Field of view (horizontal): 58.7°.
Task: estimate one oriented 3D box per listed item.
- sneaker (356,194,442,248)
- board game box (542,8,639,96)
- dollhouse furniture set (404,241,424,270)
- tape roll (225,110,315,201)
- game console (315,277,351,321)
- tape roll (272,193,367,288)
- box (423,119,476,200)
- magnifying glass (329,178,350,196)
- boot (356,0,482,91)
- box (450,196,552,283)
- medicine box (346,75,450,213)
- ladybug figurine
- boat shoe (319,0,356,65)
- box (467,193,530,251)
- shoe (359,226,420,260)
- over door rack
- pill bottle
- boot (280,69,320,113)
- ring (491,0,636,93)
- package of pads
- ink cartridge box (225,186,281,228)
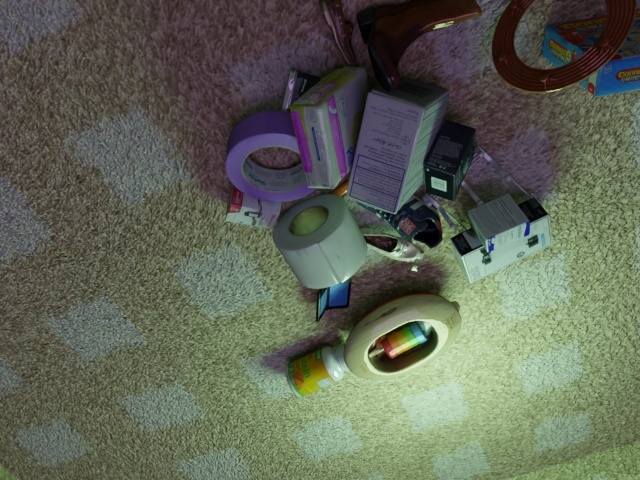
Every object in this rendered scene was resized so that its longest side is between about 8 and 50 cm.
[{"bbox_3d":[0.241,-0.082,1.726,0.350,0.148,0.131,23,126,-24],"label":"sneaker"},{"bbox_3d":[0.766,-0.477,1.416,0.308,0.302,0.086,-10,126,0],"label":"board game box"},{"bbox_3d":[0.329,0.029,1.883,0.081,0.091,0.114,-4,125,-23],"label":"dollhouse furniture set"},{"bbox_3d":[-0.122,-0.226,1.578,0.275,0.090,0.275,-1,145,-1],"label":"tape roll"},{"bbox_3d":[0.045,0.207,1.972,0.085,0.124,0.144,14,127,16],"label":"game console"},{"bbox_3d":[0.000,0.000,1.713,0.246,0.246,0.169,-23,125,10],"label":"tape roll"},{"bbox_3d":[0.361,-0.221,1.589,0.093,0.158,0.156,21,163,20],"label":"box"},{"bbox_3d":[0.125,-0.195,1.720,0.231,0.026,0.092,-34,123,18],"label":"magnifying glass"},{"bbox_3d":[0.249,-0.498,1.377,0.280,0.264,0.096,-16,142,6],"label":"boot"},{"bbox_3d":[0.570,0.003,1.792,0.290,0.087,0.169,-25,138,5],"label":"box"},{"bbox_3d":[0.206,-0.257,1.502,0.149,0.263,0.289,22,120,17],"label":"medicine box"},{"bbox_3d":[0.286,0.323,2.023,0.449,0.162,0.305,-27,120,8],"label":"ladybug figurine"},{"bbox_3d":[0.057,-0.530,1.441,0.060,0.064,0.178,-22,123,12],"label":"boat shoe"},{"bbox_3d":[0.528,-0.052,1.687,0.137,0.126,0.072,-23,138,3],"label":"box"},{"bbox_3d":[0.216,0.017,1.827,0.219,0.058,0.076,19,100,-1],"label":"shoe"},{"bbox_3d":[0.512,-0.116,1.773,0.324,0.108,0.239,33,117,-27],"label":"over door rack"},{"bbox_3d":[0.003,0.478,2.131,0.245,0.136,0.136,-27,125,12],"label":"pill bottle"},{"bbox_3d":[-0.061,-0.362,1.546,0.086,0.069,0.190,12,123,-8],"label":"boot"},{"bbox_3d":[0.561,-0.512,1.353,0.336,0.336,0.032,-43,141,23],"label":"ring"},{"bbox_3d":[0.039,-0.300,1.461,0.101,0.296,0.229,5,124,27],"label":"package of pads"},{"bbox_3d":[-0.201,-0.095,1.707,0.150,0.063,0.109,10,152,-14],"label":"ink cartridge box"}]
